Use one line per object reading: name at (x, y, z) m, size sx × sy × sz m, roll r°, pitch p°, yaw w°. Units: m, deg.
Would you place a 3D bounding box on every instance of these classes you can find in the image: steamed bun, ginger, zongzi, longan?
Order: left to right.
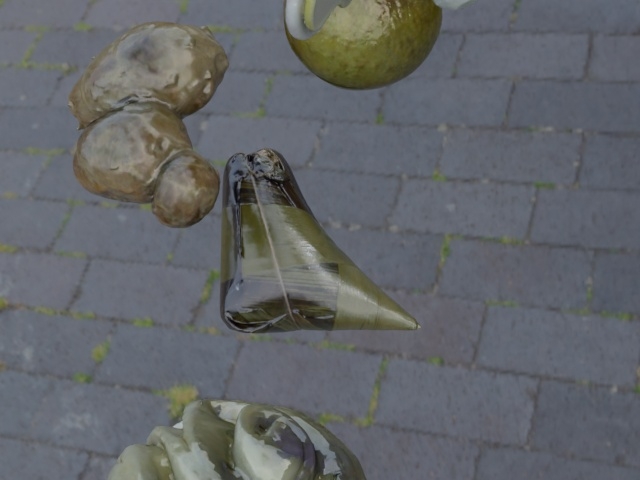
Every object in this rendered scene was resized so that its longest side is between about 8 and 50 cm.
ginger at (-0.242, -0.155, 1.453) m, size 0.244 × 0.155 × 0.304 m, roll -7°, pitch 71°, yaw 10°
steamed bun at (-0.080, 0.334, 1.243) m, size 0.352 × 0.247 × 0.339 m, roll 18°, pitch 43°, yaw -21°
zongzi at (0.000, 0.000, 1.609) m, size 0.317 × 0.154 × 0.289 m, roll 0°, pitch 86°, yaw 9°
longan at (0.044, -0.232, 1.034) m, size 0.154 × 0.176 × 0.145 m, roll -20°, pitch 51°, yaw -41°

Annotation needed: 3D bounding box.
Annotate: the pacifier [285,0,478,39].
pacifier at (0.023, -0.089, 0.337) m, size 0.064 × 0.068 × 0.083 m, roll 25°, pitch 28°, yaw 6°
